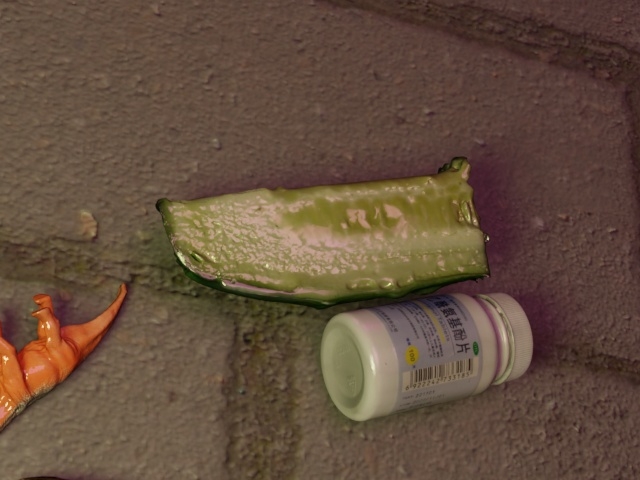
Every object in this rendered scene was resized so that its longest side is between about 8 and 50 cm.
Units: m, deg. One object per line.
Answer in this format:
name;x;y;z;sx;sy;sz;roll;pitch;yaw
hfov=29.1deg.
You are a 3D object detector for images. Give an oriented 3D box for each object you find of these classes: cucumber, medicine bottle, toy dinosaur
cucumber;0.000;0.003;1.173;0.325;0.105;0.145;-5;72;-25
medicine bottle;0.102;0.105;1.173;0.187;0.103;0.102;-8;71;-28
toy dinosaur;-0.257;0.107;1.027;0.280;0.055;0.101;-31;106;-35

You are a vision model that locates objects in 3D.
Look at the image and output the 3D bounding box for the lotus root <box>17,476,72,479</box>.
lotus root;-0.120;0.296;0.995;0.329;0.078;0.167;21;61;-15
